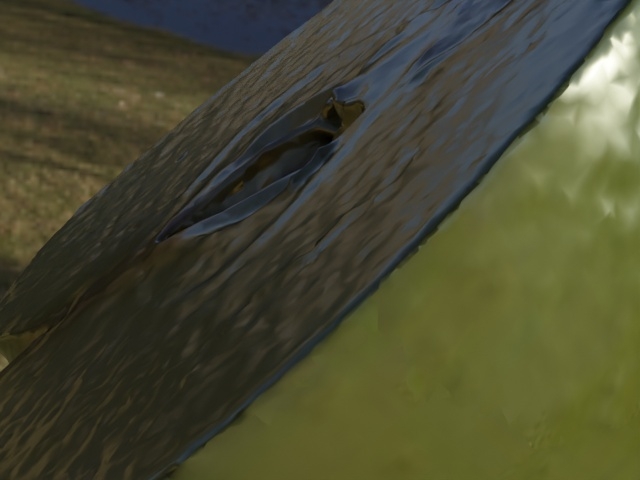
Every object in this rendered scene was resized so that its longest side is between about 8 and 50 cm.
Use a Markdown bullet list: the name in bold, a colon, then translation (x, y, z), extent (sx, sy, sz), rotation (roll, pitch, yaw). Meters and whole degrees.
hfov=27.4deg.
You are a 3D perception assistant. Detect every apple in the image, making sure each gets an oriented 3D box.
- **apple**: translation (0.000, 0.000, 0.488), extent (0.312, 0.360, 0.320), rotation (22, 39, -57)
